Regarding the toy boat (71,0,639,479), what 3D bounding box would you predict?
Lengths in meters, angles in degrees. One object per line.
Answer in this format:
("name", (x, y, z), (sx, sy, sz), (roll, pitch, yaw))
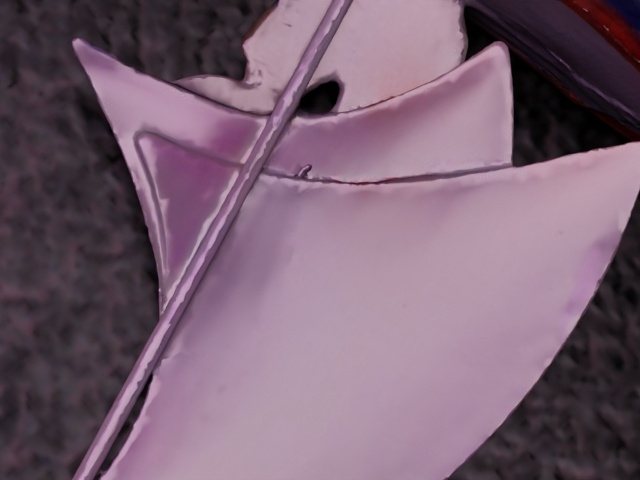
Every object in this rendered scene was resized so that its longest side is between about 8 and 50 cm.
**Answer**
("toy boat", (0.029, -0.006, 0.548), (0.219, 0.072, 0.318), (7, 81, -2))
